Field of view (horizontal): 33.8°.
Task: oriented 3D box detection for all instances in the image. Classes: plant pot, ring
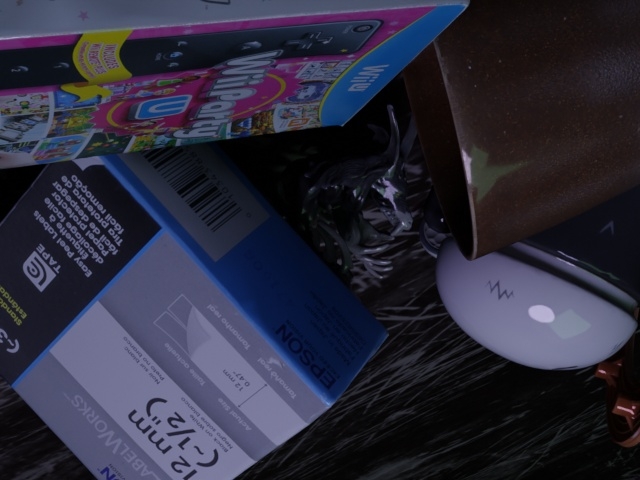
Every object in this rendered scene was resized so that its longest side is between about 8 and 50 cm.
[{"bbox_3d":[0.178,-0.119,0.673,0.231,0.215,0.215,-14,152,1],"label":"plant pot"},{"bbox_3d":[0.310,0.023,0.964,0.032,0.336,0.336,16,151,7],"label":"ring"}]

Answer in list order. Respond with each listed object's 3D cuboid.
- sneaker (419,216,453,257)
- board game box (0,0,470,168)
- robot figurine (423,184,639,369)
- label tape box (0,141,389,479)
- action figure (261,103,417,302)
[{"bbox_3d":[0.210,-0.002,1.057,0.226,0.086,0.163,-18,149,-4],"label":"sneaker"},{"bbox_3d":[-0.105,-0.119,0.578,0.304,0.097,0.224,-10,173,-17],"label":"board game box"},{"bbox_3d":[0.204,-0.033,0.835,0.174,0.278,0.209,26,177,-15],"label":"robot figurine"},{"bbox_3d":[-0.156,0.089,0.816,0.348,0.249,0.115,-41,-178,34],"label":"label tape box"},{"bbox_3d":[0.000,0.000,0.861,0.276,0.141,0.164,-36,-176,35],"label":"action figure"}]
